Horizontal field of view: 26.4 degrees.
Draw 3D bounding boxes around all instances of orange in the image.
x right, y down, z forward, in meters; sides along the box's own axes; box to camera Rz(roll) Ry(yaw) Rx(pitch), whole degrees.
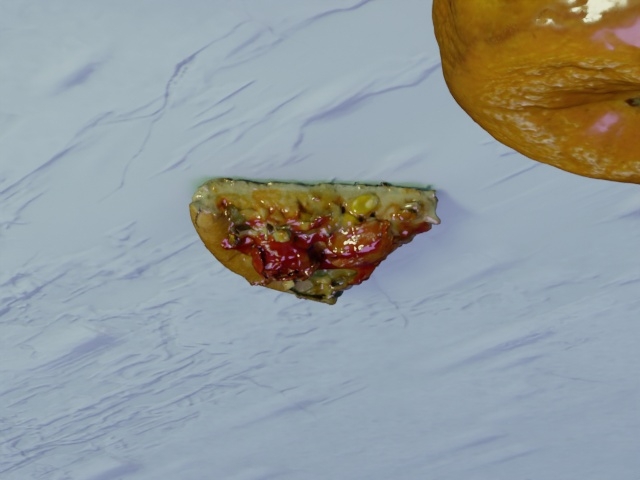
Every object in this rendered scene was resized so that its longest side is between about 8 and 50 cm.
[{"bbox_3d":[0.187,-0.134,0.703,0.249,0.183,0.249,13,166,3],"label":"orange"}]

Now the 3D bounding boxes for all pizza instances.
[{"bbox_3d":[0.000,0.000,1.084,0.193,0.053,0.201,-19,145,33],"label":"pizza"}]
